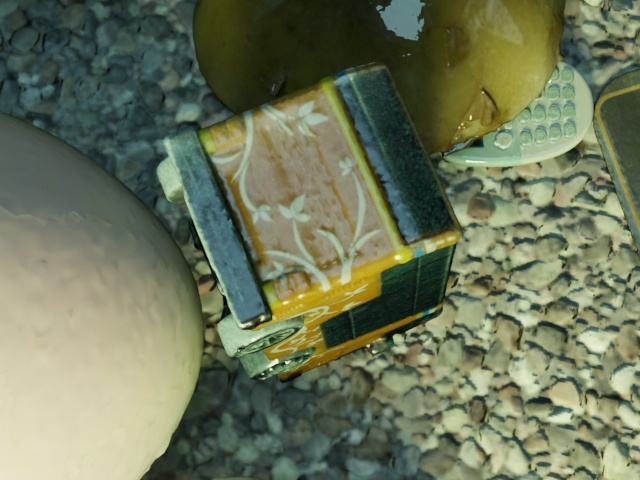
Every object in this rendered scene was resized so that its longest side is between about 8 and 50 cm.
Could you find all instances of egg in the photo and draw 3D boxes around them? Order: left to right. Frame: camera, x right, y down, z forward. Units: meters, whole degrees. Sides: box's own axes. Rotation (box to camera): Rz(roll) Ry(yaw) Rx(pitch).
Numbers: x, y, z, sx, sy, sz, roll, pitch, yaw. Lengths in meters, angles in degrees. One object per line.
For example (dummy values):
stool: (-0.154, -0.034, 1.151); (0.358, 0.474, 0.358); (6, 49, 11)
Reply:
egg: (-0.244, 0.068, 0.854); (0.340, 0.354, 0.354); (-5, 76, -15)

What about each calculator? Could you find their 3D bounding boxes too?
calculator: (0.135, -0.103, 1.009); (0.153, 0.021, 0.095); (-2, 76, 7)

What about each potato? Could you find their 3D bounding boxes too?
potato: (0.035, -0.182, 0.982); (0.299, 0.116, 0.239); (9, 78, 13)

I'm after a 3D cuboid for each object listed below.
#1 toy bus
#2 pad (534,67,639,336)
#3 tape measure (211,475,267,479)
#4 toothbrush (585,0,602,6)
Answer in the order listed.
toy bus: (0.000, 0.000, 0.872); (0.167, 0.275, 0.138); (-23, 76, -3)
pad: (0.336, 0.022, 0.945); (0.315, 0.063, 0.375); (-18, 76, 1)
tape measure: (-0.069, 0.295, 0.880); (0.258, 0.130, 0.265); (24, 77, 15)
toothbrush: (0.145, -0.289, 1.053); (0.026, 0.022, 0.263); (-35, 76, -18)
